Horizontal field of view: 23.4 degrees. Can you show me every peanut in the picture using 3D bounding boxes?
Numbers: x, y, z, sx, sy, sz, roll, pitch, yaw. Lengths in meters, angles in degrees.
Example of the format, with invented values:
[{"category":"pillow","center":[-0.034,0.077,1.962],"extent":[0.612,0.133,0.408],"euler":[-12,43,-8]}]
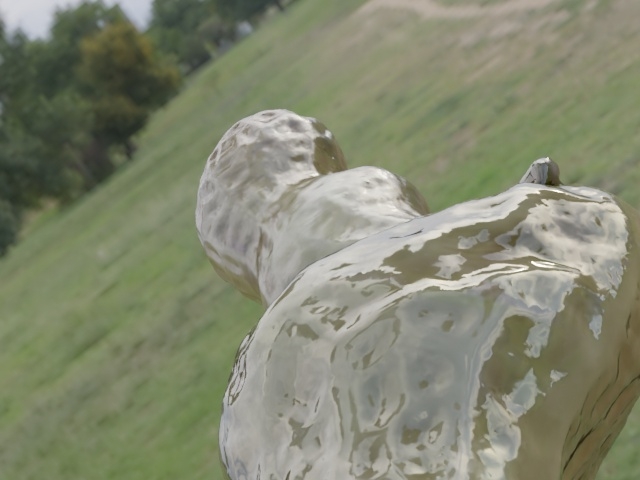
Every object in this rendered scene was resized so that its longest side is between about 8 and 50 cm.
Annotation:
[{"category":"peanut","center":[-0.001,-0.001,0.786],"extent":[0.104,0.085,0.228],"euler":[-40,38,-8]},{"category":"peanut","center":[0.032,0.089,0.567],"extent":[0.159,0.143,0.291],"euler":[3,45,26]}]
